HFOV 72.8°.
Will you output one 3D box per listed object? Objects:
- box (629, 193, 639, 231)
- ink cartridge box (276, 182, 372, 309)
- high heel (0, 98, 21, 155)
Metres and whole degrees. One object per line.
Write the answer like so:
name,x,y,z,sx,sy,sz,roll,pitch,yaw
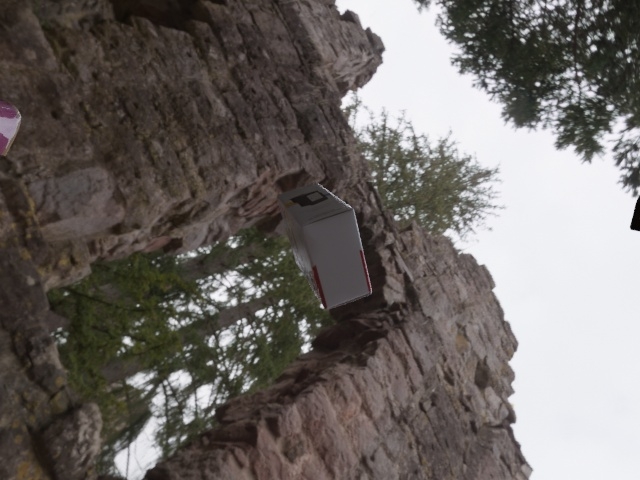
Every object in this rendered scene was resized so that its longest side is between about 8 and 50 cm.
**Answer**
box,0.311,-0.028,0.279,0.162,0.116,0.029,20,-43,38
ink cartridge box,0.000,0.000,0.632,0.175,0.072,0.128,-132,-155,-66
high heel,-0.556,-0.043,0.573,0.127,0.181,0.377,25,-83,2
